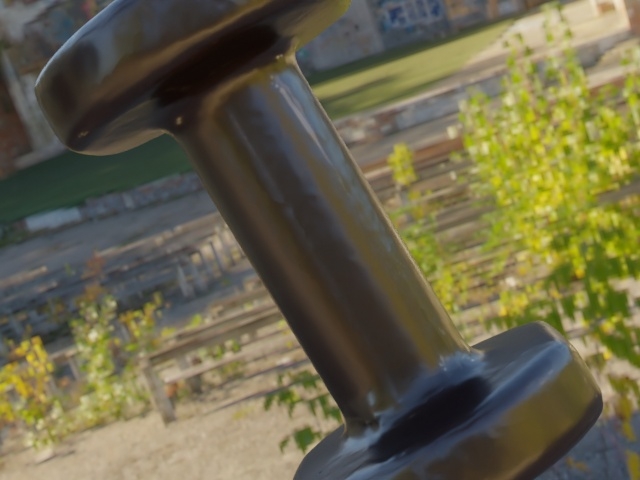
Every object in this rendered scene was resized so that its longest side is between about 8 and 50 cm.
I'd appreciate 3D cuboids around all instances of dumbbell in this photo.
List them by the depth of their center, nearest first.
[{"bbox_3d":[0.000,0.000,0.446,0.124,0.225,0.140,-31,2,4],"label":"dumbbell"}]
